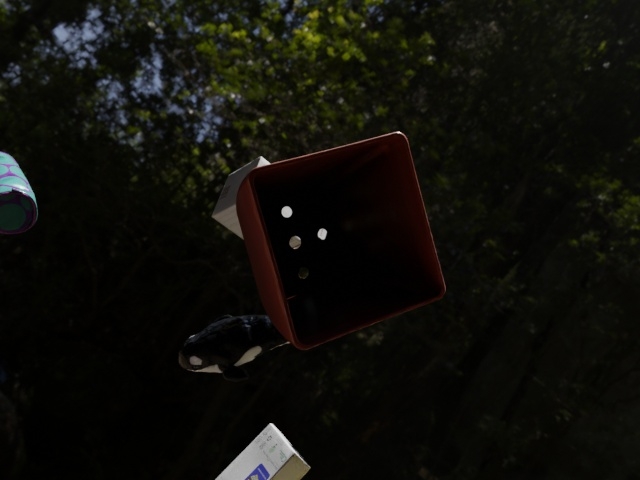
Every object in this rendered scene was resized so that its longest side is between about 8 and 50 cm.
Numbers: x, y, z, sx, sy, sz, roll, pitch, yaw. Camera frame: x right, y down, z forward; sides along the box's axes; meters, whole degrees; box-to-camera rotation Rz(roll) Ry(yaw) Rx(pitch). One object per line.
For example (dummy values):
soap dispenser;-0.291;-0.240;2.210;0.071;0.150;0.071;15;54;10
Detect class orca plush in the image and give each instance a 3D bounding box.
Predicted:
orca plush;-0.151;0.201;1.466;0.287;0.151;0.102;1;-34;2

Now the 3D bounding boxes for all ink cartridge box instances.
ink cartridge box;-0.181;0.557;1.536;0.065;0.332;0.165;51;-11;-23

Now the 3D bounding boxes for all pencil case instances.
pencil case;-0.438;-0.069;0.991;0.070;0.065;0.151;21;14;-40

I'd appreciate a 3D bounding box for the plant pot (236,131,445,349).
plant pot;0.000;0.000;1.162;0.235;0.267;0.267;-6;-80;65

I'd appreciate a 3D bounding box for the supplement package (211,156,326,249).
supplement package;-0.112;-0.060;1.726;0.244;0.139;0.133;38;-39;-28
